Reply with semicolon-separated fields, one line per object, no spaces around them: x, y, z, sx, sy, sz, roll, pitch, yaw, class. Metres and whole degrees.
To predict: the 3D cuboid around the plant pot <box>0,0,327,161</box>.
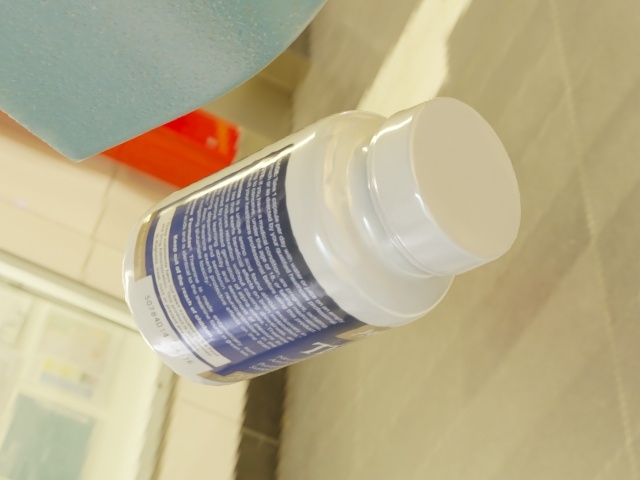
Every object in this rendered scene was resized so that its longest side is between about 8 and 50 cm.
-0.120;-0.233;0.967;0.252;0.248;0.247;-12;62;26;plant pot

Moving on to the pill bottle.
0.000;0.000;0.458;0.120;0.067;0.067;-23;40;41;pill bottle
